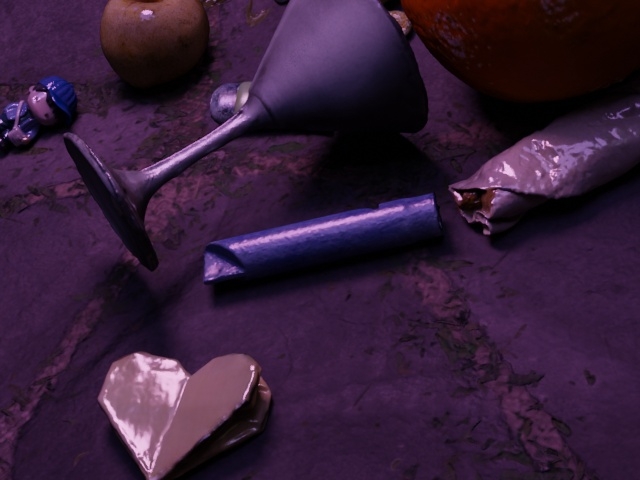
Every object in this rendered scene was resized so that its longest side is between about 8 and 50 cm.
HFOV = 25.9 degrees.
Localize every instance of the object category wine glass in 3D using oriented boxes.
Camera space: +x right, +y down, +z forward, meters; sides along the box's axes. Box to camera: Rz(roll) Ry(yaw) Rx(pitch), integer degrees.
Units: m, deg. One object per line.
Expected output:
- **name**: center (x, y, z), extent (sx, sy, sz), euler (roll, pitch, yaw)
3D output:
- **wine glass**: center (-0.099, -0.148, 1.764), extent (0.406, 0.267, 0.267), euler (-34, 46, -11)

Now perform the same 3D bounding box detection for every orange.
- **orange**: center (0.306, -0.348, 1.746), extent (0.424, 0.326, 0.424), euler (-21, 10, 4)

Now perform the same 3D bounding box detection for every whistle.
- **whistle**: center (0.000, 0.000, 1.726), extent (0.304, 0.062, 0.062), euler (-13, 45, 8)

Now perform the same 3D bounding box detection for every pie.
- **pie**: center (0.095, -0.305, 2.013), extent (0.084, 0.021, 0.084), euler (-9, 42, 8)

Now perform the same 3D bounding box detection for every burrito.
- **burrito**: center (0.347, -0.123, 1.717), extent (0.392, 0.076, 0.117), euler (-27, 51, -5)

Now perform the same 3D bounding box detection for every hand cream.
- **hand cream**: center (-0.066, -0.189, 1.943), extent (0.175, 0.046, 0.095), euler (2, 54, 12)

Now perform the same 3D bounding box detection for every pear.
- **pear**: center (-0.244, -0.311, 2.057), extent (0.167, 0.136, 0.167), euler (-8, 44, 8)

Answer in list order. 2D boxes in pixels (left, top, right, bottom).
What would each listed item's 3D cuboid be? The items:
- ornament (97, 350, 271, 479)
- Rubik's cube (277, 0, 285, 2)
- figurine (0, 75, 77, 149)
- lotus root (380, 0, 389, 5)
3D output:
- **ornament**: center (-0.167, 0.206, 1.596), extent (0.201, 0.059, 0.180), euler (0, 49, 23)
- **Rubik's cube**: center (-0.025, -0.619, 2.144), extent (0.322, 0.318, 0.316), euler (-28, 46, -7)
- **figurine**: center (-0.420, -0.186, 2.056), extent (0.136, 0.077, 0.079), euler (-30, 9, 11)
- **lotus root**: center (0.070, -0.382, 2.054), extent (0.183, 0.077, 0.090), euler (-36, 54, -12)
